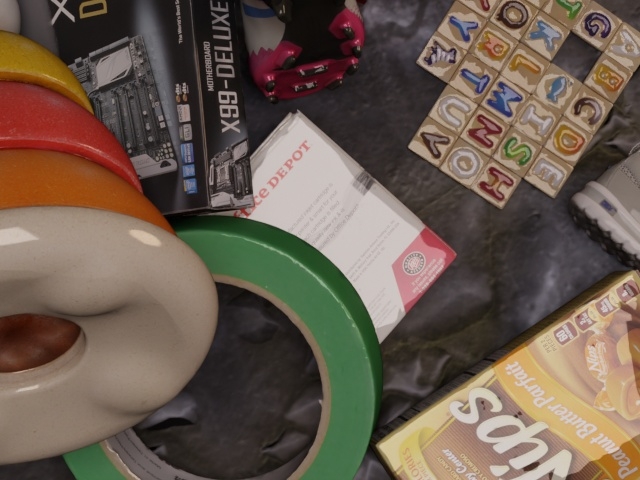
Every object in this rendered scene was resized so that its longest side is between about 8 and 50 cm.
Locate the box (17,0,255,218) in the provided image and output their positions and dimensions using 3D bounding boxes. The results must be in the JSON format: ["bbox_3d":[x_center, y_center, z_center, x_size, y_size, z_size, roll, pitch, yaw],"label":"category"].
[{"bbox_3d":[-0.191,-0.169,1.808,0.242,0.076,0.308,-6,88,35],"label":"box"}]

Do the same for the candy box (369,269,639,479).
[{"bbox_3d":[0.228,0.189,1.893,0.316,0.087,0.183,-34,91,-6],"label":"candy box"}]

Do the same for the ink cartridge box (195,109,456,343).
[{"bbox_3d":[0.000,0.000,1.878,0.218,0.092,0.158,42,86,-4],"label":"ink cartridge box"}]

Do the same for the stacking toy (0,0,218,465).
[{"bbox_3d":[-0.303,-0.067,1.710,0.350,0.351,0.480,-13,54,-6],"label":"stacking toy"}]

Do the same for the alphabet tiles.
[{"bbox_3d":[0.201,-0.162,1.946,0.198,0.009,0.237,33,85,-4],"label":"alphabet tiles"}]

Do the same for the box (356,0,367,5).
[{"bbox_3d":[-0.041,-0.348,1.872,0.256,0.122,0.128,24,85,-4],"label":"box"}]

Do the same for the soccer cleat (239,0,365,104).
[{"bbox_3d":[-0.024,-0.245,1.782,0.116,0.331,0.143,-15,73,-7],"label":"soccer cleat"}]

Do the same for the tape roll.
[{"bbox_3d":[-0.102,0.139,1.818,0.321,0.077,0.321,2,103,7],"label":"tape roll"}]

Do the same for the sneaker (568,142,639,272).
[{"bbox_3d":[0.390,0.015,1.908,0.281,0.105,0.115,41,85,-2],"label":"sneaker"}]
